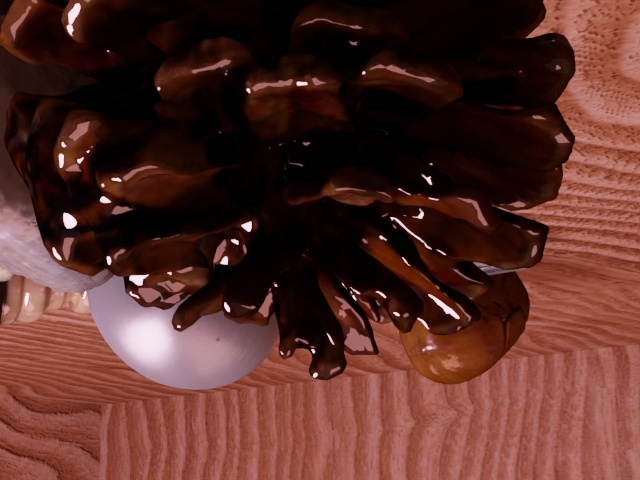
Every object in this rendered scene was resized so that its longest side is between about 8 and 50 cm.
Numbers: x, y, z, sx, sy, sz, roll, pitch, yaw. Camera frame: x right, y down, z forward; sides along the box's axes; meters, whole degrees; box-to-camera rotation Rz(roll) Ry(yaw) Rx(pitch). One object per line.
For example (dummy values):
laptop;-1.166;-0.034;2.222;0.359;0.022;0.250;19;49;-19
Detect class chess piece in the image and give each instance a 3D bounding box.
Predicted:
chess piece;-0.409;0.069;1.744;0.260;0.143;0.142;1;165;-28

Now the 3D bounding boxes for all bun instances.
bun;-0.307;-0.096;0.955;0.354;0.194;0.354;28;166;8

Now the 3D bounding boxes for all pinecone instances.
pinecone;-0.008;-0.088;0.713;0.397;0.398;0.398;-2;165;0

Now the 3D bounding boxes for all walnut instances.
walnut;0.269;0.133;1.903;0.298;0.203;0.203;-39;-171;-34

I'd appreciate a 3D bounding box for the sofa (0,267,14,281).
sofa;-0.488;-0.055;1.358;0.210;0.176;0.225;4;-168;-21

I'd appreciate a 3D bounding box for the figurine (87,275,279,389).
figurine;-0.179;0.028;1.193;0.205;0.225;0.382;-14;-164;-23

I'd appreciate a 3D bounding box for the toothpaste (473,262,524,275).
toothpaste;0.198;0.035;1.788;0.312;0.071;0.089;-11;166;30
